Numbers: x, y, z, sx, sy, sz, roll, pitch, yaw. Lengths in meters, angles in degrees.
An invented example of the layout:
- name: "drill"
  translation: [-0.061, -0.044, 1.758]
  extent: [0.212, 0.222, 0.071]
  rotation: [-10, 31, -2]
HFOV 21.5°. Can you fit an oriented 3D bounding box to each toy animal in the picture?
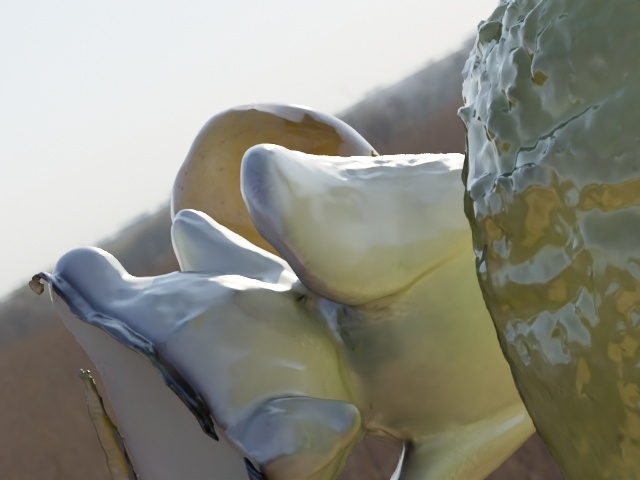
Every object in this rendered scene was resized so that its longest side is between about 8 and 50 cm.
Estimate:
- name: "toy animal"
  translation: [0.009, 0.053, 0.889]
  extent: [0.174, 0.249, 0.289]
  rotation: [13, 57, 50]

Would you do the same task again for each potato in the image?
- name: "potato"
  translation: [0.000, 0.000, 1.206]
  extent: [0.146, 0.234, 0.150]
  rotation: [-33, 13, 31]

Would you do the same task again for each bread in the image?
- name: "bread"
  translation: [0.191, 0.000, 0.687]
  extent: [0.320, 0.320, 0.237]
  rotation: [-29, 7, -42]
